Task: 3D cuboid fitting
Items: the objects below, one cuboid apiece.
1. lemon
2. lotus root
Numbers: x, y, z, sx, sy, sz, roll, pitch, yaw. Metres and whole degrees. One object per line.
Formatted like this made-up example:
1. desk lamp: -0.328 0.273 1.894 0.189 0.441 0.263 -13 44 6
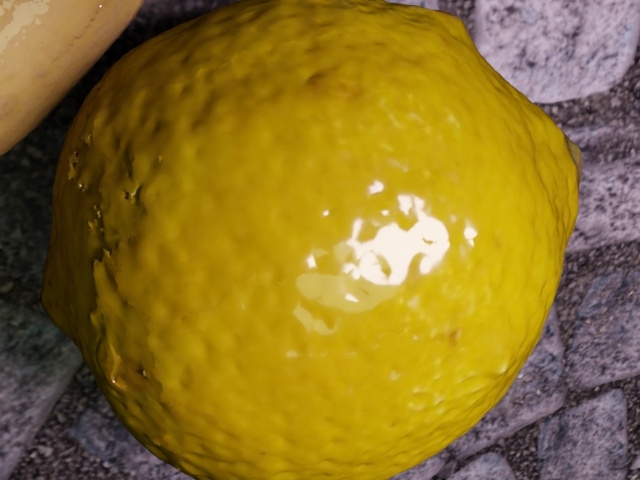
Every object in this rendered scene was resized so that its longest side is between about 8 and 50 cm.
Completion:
1. lemon: 0.000 0.000 0.644 0.387 0.350 0.350 -16 125 -10
2. lotus root: -0.219 -0.142 0.587 0.303 0.131 0.146 -42 105 3
